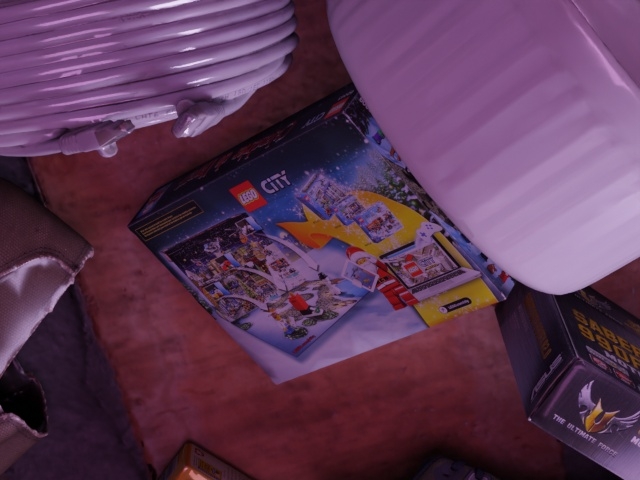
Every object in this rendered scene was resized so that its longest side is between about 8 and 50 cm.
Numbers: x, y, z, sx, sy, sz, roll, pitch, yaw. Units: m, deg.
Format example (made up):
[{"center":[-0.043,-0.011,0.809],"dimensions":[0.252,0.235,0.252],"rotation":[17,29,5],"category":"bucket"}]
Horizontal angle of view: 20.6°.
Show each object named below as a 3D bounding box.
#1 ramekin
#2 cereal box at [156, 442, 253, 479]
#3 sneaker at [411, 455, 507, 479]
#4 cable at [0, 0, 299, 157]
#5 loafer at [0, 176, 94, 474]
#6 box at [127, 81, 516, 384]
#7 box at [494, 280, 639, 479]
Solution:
[{"center":[0.127,-0.100,1.074],"dimensions":[0.135,0.277,0.277],"rotation":[-37,107,18],"category":"ramekin"},{"center":[-0.049,0.280,1.319],"dimensions":[0.240,0.047,0.173],"rotation":[33,106,-12],"category":"cereal box"},{"center":[0.127,0.206,1.264],"dimensions":[0.299,0.121,0.111],"rotation":[-9,149,-17],"category":"sneaker"},{"center":[-0.141,-0.120,1.063],"dimensions":[0.257,0.257,0.089],"rotation":[-2,107,25],"category":"cable"},{"center":[-0.255,0.130,1.212],"dimensions":[0.130,0.134,0.366],"rotation":[20,108,-9],"category":"loafer"},{"center":[0.000,0.000,1.153],"dimensions":[0.233,0.044,0.159],"rotation":[-24,114,46],"category":"box"},{"center":[0.234,0.119,1.199],"dimensions":[0.231,0.183,0.056],"rotation":[33,107,-12],"category":"box"}]
